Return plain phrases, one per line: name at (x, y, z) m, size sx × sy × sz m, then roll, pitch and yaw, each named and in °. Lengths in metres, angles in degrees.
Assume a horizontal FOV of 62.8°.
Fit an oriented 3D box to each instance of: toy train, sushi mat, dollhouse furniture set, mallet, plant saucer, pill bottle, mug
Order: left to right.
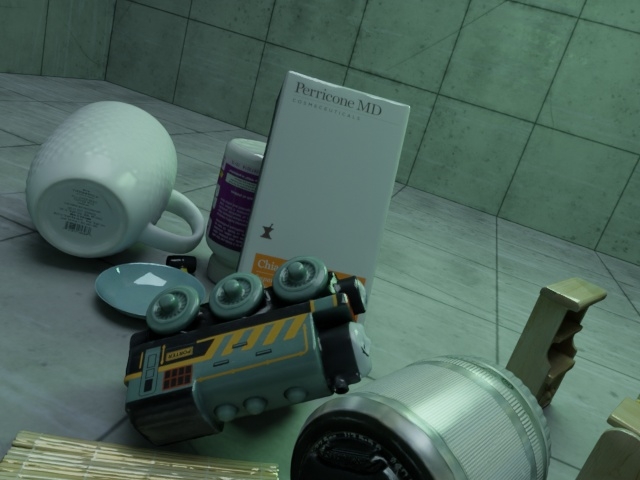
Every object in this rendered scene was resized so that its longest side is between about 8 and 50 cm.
mug at (-0.418, -0.095, 1.117) m, size 0.374 × 0.276 × 0.328 m, roll 30°, pitch 20°, yaw -22°
sushi mat at (-0.199, 0.282, 0.578) m, size 0.317 × 0.019 × 0.151 m, roll 13°, pitch 20°, yaw -12°
plant saucer at (-0.311, 0.101, 0.963) m, size 0.195 × 0.037 × 0.195 m, roll 13°, pitch 22°, yaw -5°
mallet at (-0.259, 0.086, 1.068) m, size 0.062 × 0.039 × 0.190 m, roll -2°, pitch 30°, yaw -36°
toy train at (-0.094, 0.142, 0.683) m, size 0.334 × 0.142 × 0.190 m, roll -14°, pitch 44°, yaw 4°
pill bottle at (-0.153, -0.052, 1.127) m, size 0.169 × 0.301 × 0.169 m, roll 15°, pitch 17°, yaw -5°
dollhouse furniture set at (0.536, 0.268, 0.880) m, size 0.394 × 0.256 × 0.362 m, roll 31°, pitch 24°, yaw 37°

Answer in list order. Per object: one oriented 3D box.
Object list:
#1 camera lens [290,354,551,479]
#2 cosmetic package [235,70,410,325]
camera lens at (0.119, 0.258, 0.602) m, size 0.219 × 0.219 × 0.274 m, roll 31°, pitch 23°, yaw 36°
cosmetic package at (-0.012, -0.035, 0.936) m, size 0.230 × 0.453 × 0.161 m, roll 13°, pitch -6°, yaw -9°
